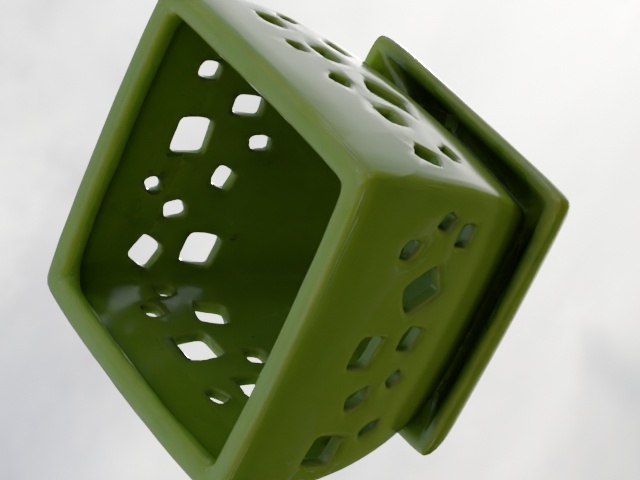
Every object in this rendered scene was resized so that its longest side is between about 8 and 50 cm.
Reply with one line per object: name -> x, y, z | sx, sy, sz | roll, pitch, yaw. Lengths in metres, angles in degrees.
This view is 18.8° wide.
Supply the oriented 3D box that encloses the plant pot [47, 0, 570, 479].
plant pot -> 0.000, 0.000, 1.162 | 0.207, 0.228, 0.227 | 2, -57, -41
